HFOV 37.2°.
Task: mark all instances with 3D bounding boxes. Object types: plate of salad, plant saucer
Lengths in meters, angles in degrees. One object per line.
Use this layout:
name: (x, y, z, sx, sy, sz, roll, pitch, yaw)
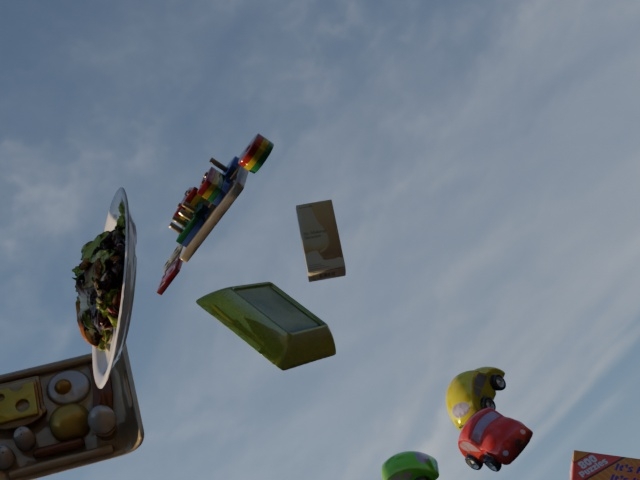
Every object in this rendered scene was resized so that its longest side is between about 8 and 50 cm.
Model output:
plate of salad: (-0.217, 0.045, 0.940, 0.048, 0.200, 0.200, 8, -53, -20)
plant saucer: (-0.075, 0.124, 1.529, 0.045, 0.188, 0.188, -61, -23, 15)

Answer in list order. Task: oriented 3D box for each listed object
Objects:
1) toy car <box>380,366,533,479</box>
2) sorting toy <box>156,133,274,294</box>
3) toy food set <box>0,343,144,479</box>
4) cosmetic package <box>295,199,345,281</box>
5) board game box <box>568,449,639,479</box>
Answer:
toy car: (0.140, 0.249, 1.147, 0.225, 0.053, 0.239, -43, 7, 10)
sorting toy: (-0.154, -0.051, 1.253, 0.046, 0.132, 0.274, 34, -67, -13)
toy food set: (-0.483, 0.297, 1.703, 0.306, 0.219, 0.092, -12, -33, -12)
cosmetic package: (0.000, 0.000, 1.445, 0.060, 0.115, 0.041, -11, -23, -3)
board game box: (0.560, 0.603, 1.503, 0.356, 0.356, 0.356, -69, -23, -46)
